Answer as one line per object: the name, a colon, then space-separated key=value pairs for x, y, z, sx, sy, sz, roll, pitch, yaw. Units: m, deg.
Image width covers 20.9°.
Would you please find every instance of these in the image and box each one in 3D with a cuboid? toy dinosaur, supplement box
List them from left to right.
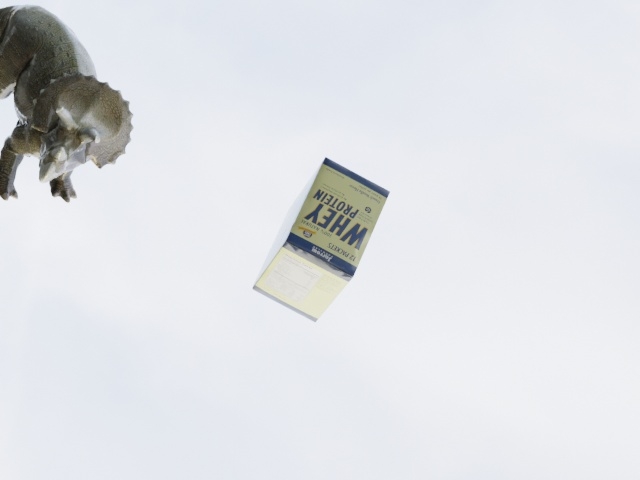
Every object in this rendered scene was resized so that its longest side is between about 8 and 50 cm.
toy dinosaur: x=-0.252 y=-0.138 z=1.587 sx=0.160 sy=0.121 sz=0.313 roll=-53 pitch=-136 yaw=30
supplement box: x=0.000 y=0.000 z=1.281 sx=0.083 sy=0.056 sz=0.083 roll=-66 pitch=-173 yaw=-32
